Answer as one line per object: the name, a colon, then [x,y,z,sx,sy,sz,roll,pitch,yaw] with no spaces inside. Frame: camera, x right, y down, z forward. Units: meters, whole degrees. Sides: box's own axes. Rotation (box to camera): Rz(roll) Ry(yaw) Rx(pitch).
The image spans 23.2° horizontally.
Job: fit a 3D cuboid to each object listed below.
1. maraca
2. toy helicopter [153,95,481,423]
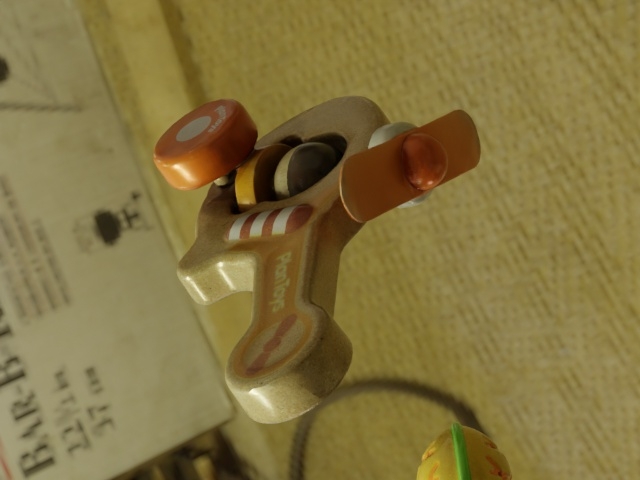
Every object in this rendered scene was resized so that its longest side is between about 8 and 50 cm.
maraca: [0.150,0.267,1.590,0.185,0.099,0.127,-95,-8,-55]
toy helicopter: [0.000,0.000,1.116,0.140,0.235,0.355,58,-162,-28]
